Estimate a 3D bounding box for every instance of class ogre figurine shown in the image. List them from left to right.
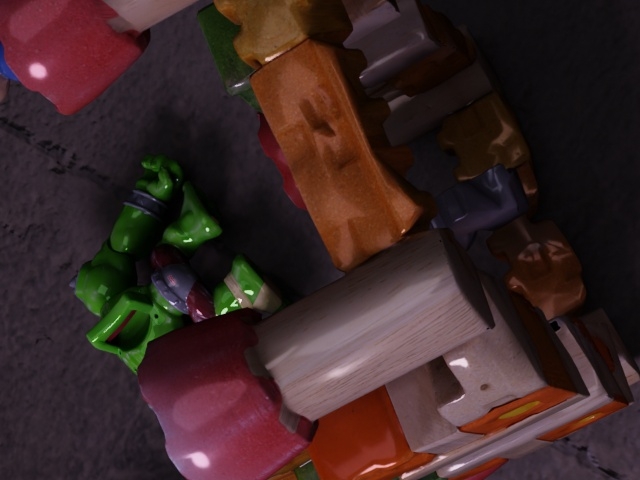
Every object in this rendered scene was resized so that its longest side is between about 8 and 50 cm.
[{"bbox_3d":[-0.100,0.040,1.328,0.118,0.097,0.197,-40,80,5],"label":"ogre figurine"}]

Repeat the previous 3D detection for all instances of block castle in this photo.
[{"bbox_3d":[0.000,0.000,1.088,0.213,0.453,0.303,-28,74,14],"label":"block castle"}]
